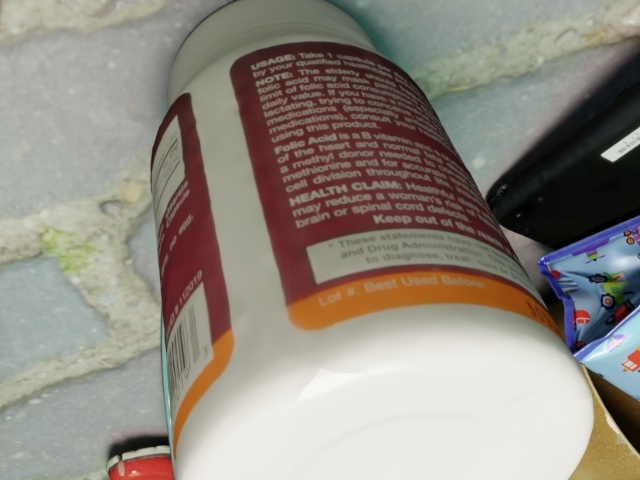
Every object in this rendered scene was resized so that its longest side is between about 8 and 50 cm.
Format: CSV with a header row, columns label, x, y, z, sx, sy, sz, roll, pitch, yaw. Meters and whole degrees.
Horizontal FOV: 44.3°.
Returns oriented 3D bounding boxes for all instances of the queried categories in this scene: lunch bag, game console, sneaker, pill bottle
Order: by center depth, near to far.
label,x,y,z,sx,sy,sz,roll,pitch,yaw
pill bottle,0.000,0.000,0.541,0.224,0.392,0.224,-8,133,-8
game console,0.407,-0.077,0.756,0.342,0.060,0.386,21,140,-25
lunch bag,0.410,0.038,0.776,0.221,0.138,0.293,31,126,-32
sneaker,-0.189,0.360,0.996,0.107,0.118,0.279,-16,133,-2

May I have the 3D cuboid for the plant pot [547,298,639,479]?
label,x,y,z,sx,sy,sz,roll,pitch,yaw
plant pot,0.265,0.212,0.945,0.237,0.237,0.254,29,132,-34

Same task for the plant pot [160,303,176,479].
label,x,y,z,sx,sy,sz,roll,pitch,yaw
plant pot,0.040,0.178,0.779,0.334,0.341,0.341,-6,132,-22
